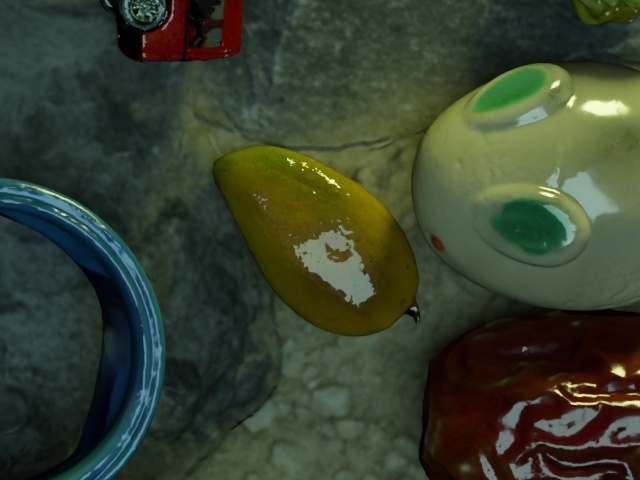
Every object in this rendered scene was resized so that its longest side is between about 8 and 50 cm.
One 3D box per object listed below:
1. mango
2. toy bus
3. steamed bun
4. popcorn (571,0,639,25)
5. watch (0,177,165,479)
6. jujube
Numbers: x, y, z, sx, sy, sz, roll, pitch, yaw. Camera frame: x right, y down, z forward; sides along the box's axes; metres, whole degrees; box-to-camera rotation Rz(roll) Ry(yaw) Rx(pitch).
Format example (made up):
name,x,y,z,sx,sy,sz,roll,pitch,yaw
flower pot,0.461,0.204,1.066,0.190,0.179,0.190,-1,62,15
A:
name,x,y,z,sx,sy,sz,roll,pitch,yaw
mango,0.000,0.000,1.401,0.101,0.066,0.187,-44,97,2
toy bus,-0.100,-0.221,1.325,0.089,0.081,0.195,-2,103,-19
steamed bun,0.180,-0.044,1.362,0.228,0.131,0.177,2,74,-10
popcorn,0.212,-0.227,1.353,0.126,0.126,0.145,-10,76,-21
watch,-0.199,0.102,1.319,0.305,0.241,0.274,16,86,-12
jujube,0.197,0.134,1.406,0.250,0.174,0.174,5,102,-4
